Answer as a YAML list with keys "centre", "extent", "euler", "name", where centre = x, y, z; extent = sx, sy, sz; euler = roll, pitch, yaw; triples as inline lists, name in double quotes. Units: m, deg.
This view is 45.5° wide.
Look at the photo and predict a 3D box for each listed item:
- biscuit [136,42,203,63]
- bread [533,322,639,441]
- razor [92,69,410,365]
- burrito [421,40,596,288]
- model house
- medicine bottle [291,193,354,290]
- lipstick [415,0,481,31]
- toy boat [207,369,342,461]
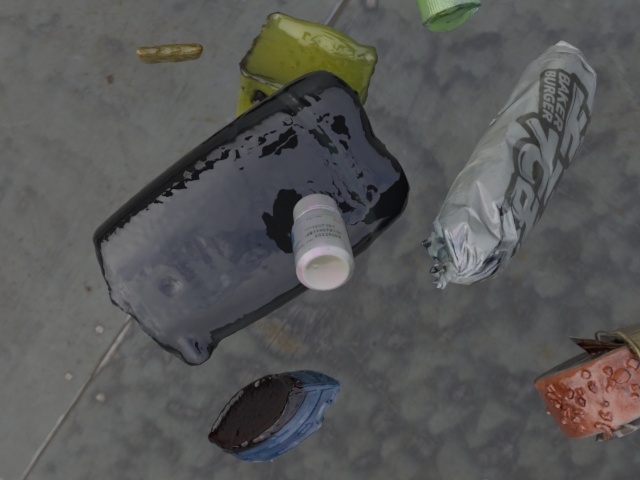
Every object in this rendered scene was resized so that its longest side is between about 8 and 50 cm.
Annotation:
- centre: [-0.192, -0.239, 0.976]
  extent: [0.083, 0.081, 0.018]
  euler: [-6, 98, -11]
  name: "biscuit"
- centre: [0.399, 0.179, 1.029]
  extent: [0.212, 0.224, 0.142]
  euler: [-25, 79, 5]
  name: "bread"
- centre: [-0.076, -0.022, 0.851]
  extent: [0.349, 0.113, 0.204]
  euler: [-37, 101, -2]
  name: "razor"
- centre: [0.220, -0.075, 0.879]
  extent: [0.101, 0.445, 0.139]
  euler: [15, 137, 27]
  name: "burrito"
- centre: [-0.037, -0.212, 1.227]
  extent: [0.193, 0.174, 0.234]
  euler: [19, 147, -2]
  name: "model house"
- centre: [0.000, 0.000, 0.688]
  extent: [0.052, 0.089, 0.052]
  euler: [-4, 128, -5]
  name: "medicine bottle"
- centre: [0.118, -0.403, 0.909]
  extent: [0.076, 0.076, 0.304]
  euler: [-15, 88, 9]
  name: "lipstick"
- centre: [-0.073, 0.307, 1.322]
  extent: [0.142, 0.129, 0.309]
  euler: [16, 138, -40]
  name: "toy boat"
